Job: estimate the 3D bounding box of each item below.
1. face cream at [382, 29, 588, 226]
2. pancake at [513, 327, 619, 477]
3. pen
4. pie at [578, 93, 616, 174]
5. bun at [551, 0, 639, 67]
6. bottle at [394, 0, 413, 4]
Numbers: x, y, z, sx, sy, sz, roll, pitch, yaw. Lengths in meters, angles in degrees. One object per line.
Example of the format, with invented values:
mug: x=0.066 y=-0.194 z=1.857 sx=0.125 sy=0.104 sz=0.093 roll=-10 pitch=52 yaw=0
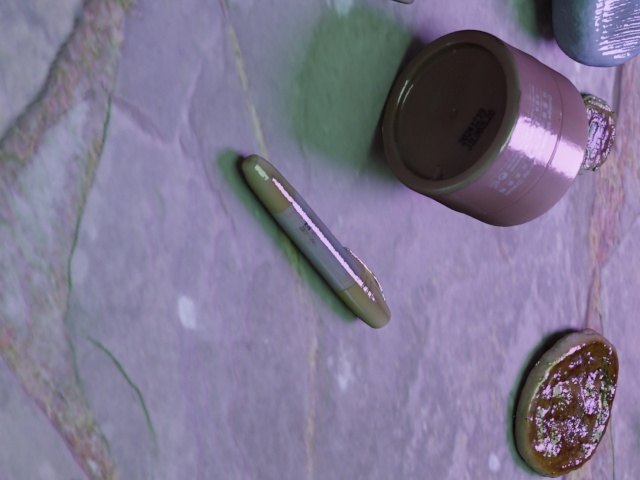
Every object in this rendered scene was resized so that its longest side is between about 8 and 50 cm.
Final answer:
face cream: x=0.141 y=-0.095 z=1.688 sx=0.104 sy=0.149 sz=0.149 roll=22 pitch=88 yaw=-44
pancake: x=0.251 y=0.163 z=1.967 sx=0.158 sy=0.028 sz=0.158 roll=-19 pitch=119 yaw=-39
pen: x=0.000 y=0.000 z=1.671 sx=0.233 sy=0.032 sz=0.040 roll=52 pitch=44 yaw=-40
pie: x=0.254 y=-0.101 z=1.886 sx=0.084 sy=0.020 sz=0.084 roll=-17 pitch=115 yaw=-40
bun: x=0.264 y=-0.229 z=1.812 sx=0.141 sy=0.083 sz=0.141 roll=-22 pitch=127 yaw=-32
bottle: x=0.073 y=-0.248 z=1.647 sx=0.045 sy=0.045 sz=0.096 roll=11 pitch=97 yaw=-45
